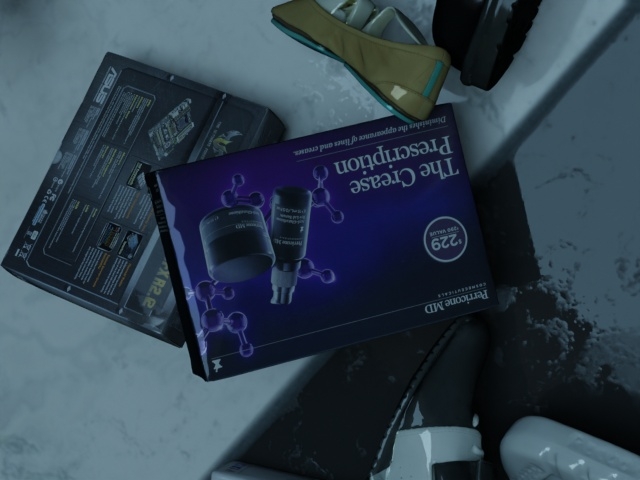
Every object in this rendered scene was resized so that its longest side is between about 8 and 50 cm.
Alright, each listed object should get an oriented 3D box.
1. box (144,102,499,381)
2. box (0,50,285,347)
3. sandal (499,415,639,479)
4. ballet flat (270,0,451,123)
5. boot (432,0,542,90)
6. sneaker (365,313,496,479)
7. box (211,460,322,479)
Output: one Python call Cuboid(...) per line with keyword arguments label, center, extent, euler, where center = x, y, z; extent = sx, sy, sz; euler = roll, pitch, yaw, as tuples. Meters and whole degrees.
Cuboid(label="box", center=(0.000, 0.000, 1.328), extent=(0.261, 0.103, 0.184), euler=(-15, 95, -11))
Cuboid(label="box", center=(-0.162, -0.041, 1.422), extent=(0.183, 0.056, 0.231), euler=(20, 80, 21))
Cuboid(label="sandal", center=(0.351, 0.227, 1.281), extent=(0.416, 0.169, 0.102), euler=(24, 65, 17))
Cuboid(label="ballet flat", center=(0.039, -0.174, 1.333), extent=(0.073, 0.080, 0.232), euler=(-58, 43, 10))
Cuboid(label="boot", center=(0.080, -0.319, 1.303), extent=(0.260, 0.131, 0.348), euler=(15, 97, 16))
Cuboid(label="sneaker", center=(0.105, 0.228, 1.342), extent=(0.146, 0.122, 0.330), euler=(22, 78, 7))
Cuboid(label="box", center=(0.040, 0.353, 1.450), extent=(0.322, 0.058, 0.232), euler=(11, 101, 21))
